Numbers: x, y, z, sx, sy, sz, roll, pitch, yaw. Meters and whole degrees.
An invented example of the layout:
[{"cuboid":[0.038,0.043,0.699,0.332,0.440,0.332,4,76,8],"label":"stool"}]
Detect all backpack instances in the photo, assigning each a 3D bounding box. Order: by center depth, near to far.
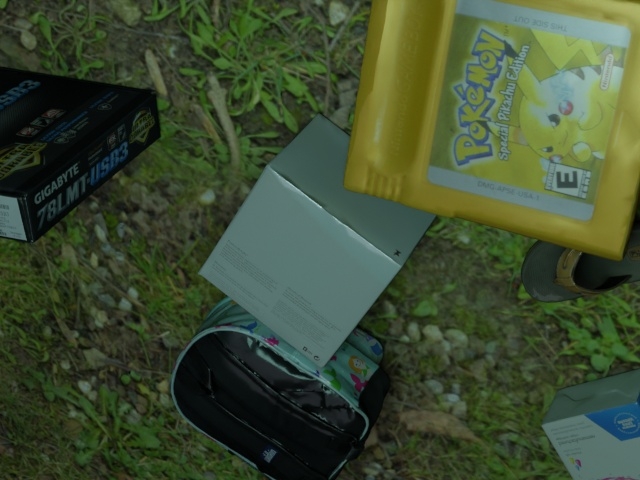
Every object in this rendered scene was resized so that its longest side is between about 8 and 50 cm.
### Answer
[{"cuboid":[-0.055,0.182,1.701,0.253,0.191,0.225,29,129,-3],"label":"backpack"}]

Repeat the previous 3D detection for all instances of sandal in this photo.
[{"cuboid":[0.314,0.031,1.488,0.219,0.060,0.090,-9,114,41],"label":"sandal"}]

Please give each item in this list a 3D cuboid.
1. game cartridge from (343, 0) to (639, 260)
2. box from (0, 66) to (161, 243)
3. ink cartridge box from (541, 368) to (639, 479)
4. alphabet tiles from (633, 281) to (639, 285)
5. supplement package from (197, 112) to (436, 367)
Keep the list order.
[{"cuboid":[0.196,-0.150,1.403,0.323,0.052,0.285,14,111,16],"label":"game cartridge"},{"cuboid":[-0.395,-0.116,1.623,0.293,0.295,0.073,12,125,22],"label":"box"},{"cuboid":[0.386,0.278,1.603,0.134,0.078,0.231,-21,109,36],"label":"ink cartridge box"},{"cuboid":[0.452,0.024,1.436,0.198,0.009,0.237,23,132,18],"label":"alphabet tiles"},{"cuboid":[0.000,0.000,1.582,0.194,0.149,0.203,37,130,2],"label":"supplement package"}]
